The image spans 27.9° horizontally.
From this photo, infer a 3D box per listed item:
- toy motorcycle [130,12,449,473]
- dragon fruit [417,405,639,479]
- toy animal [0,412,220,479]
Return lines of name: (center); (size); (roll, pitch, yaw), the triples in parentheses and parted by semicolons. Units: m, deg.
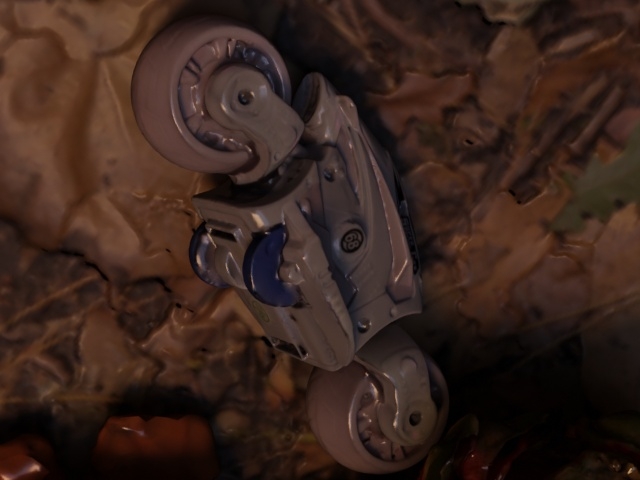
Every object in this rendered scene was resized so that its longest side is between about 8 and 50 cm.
toy motorcycle: (0.000, 0.000, 0.625); (0.112, 0.112, 0.254); (-28, 112, 2)
dragon fruit: (0.109, 0.205, 0.625); (0.303, 0.231, 0.237); (-5, 151, -38)
toy animal: (-0.103, 0.234, 0.609); (0.195, 0.281, 0.169); (-12, 134, -5)
